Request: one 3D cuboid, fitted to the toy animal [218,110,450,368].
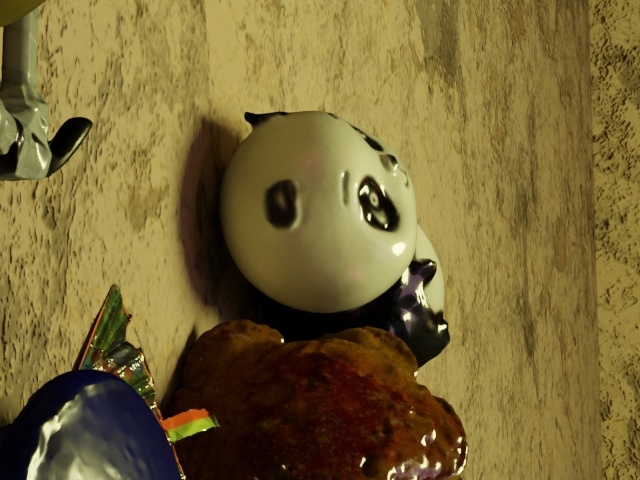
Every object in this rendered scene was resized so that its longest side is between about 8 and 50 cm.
[{"bbox_3d":[0.008,0.000,1.607,0.187,0.165,0.235,-106,177,-48],"label":"toy animal"}]

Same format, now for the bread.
[{"bbox_3d":[-0.003,0.176,1.469,0.246,0.232,0.135,-85,175,-46],"label":"bread"}]

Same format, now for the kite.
[{"bbox_3d":[-0.127,0.146,1.342,0.183,0.014,0.241,-9,73,-57],"label":"kite"}]

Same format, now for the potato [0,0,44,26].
[{"bbox_3d":[-0.196,-0.202,1.080,0.154,0.137,0.200,43,35,-11],"label":"potato"}]

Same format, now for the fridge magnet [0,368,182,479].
[{"bbox_3d":[-0.152,0.212,1.175,0.265,0.113,0.265,-2,90,-72],"label":"fridge magnet"}]

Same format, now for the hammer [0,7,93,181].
[{"bbox_3d":[-0.193,-0.246,1.236,0.152,0.044,0.427,25,63,-70],"label":"hammer"}]
